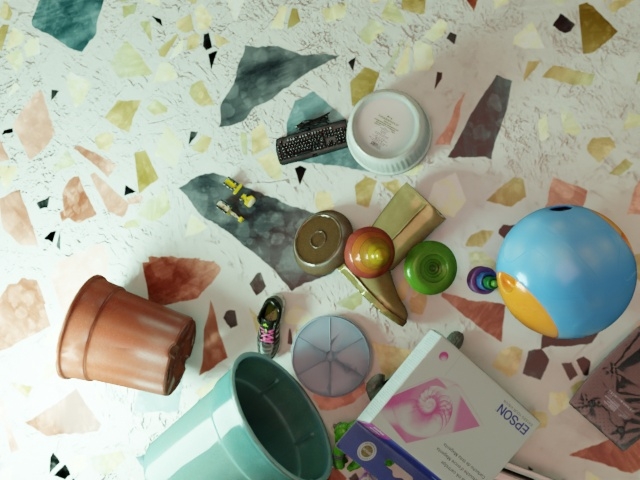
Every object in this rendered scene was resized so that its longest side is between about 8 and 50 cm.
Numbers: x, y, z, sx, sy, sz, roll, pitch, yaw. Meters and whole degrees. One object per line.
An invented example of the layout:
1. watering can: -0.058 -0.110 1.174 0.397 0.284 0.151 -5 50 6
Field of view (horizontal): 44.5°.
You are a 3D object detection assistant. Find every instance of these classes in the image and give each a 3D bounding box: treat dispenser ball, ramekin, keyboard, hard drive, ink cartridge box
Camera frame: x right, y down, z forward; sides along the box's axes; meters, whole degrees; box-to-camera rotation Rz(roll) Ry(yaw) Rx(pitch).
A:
1. treat dispenser ball: 0.522 0.066 1.672 0.288 0.288 0.288 -1 86 14
2. ramekin: 0.161 -0.263 1.865 0.207 0.109 0.207 -1 86 9
3. keyboard: -0.026 -0.258 1.954 0.192 0.038 0.100 -15 83 11
4. hard drive: 0.695 0.319 1.734 0.172 0.054 0.254 42 97 12
5. ink cartridge box: 0.257 0.416 1.686 0.324 0.071 0.330 41 86 -16

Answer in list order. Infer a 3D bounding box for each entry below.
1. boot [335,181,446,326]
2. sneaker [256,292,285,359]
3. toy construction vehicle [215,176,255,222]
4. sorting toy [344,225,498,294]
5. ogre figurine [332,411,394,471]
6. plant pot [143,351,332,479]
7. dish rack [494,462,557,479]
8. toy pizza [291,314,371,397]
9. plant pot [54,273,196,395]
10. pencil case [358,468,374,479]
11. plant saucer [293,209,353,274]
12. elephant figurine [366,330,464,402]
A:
1. boot: 0.196 0.034 1.857 0.236 0.089 0.269 44 96 12
2. sneaker: -0.129 0.213 1.930 0.063 0.075 0.170 11 89 14
3. toy construction vehicle: -0.218 -0.102 1.997 0.098 0.035 0.086 34 84 11
4. sorting toy: 0.241 0.059 1.760 0.366 0.126 0.127 14 89 -9
5. ogre figurine: 0.105 0.476 1.852 0.197 0.097 0.118 -15 97 43
6. plant pot: -0.208 0.490 1.821 0.334 0.341 0.341 -36 79 17
7. dish rack: 0.400 0.664 1.777 0.286 0.072 0.332 18 91 15
8. toy pizza: 0.027 0.281 1.911 0.201 0.032 0.201 -1 86 13
9. plant pot: -0.465 0.250 1.930 0.265 0.272 0.272 16 91 6
10. pencil case: 0.156 0.634 1.830 0.206 0.086 0.088 37 88 13
11. plant saucer: 0.000 0.000 1.905 0.168 0.029 0.168 -12 65 26
12. elephant figurine: 0.234 0.326 1.777 0.239 0.169 0.186 -35 60 17
